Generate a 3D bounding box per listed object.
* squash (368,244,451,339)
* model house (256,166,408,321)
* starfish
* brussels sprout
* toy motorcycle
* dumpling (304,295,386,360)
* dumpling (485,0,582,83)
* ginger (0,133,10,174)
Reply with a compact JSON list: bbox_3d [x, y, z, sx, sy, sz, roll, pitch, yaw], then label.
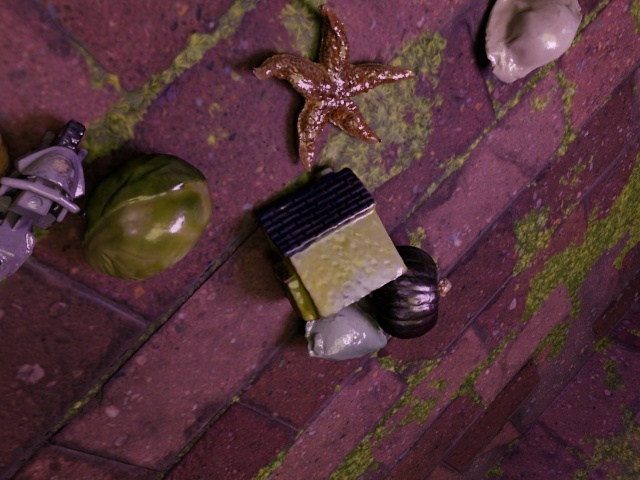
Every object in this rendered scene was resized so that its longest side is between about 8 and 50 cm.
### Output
[{"bbox_3d":[0.172,0.105,0.836,0.155,0.193,0.193,19,107,3],"label":"squash"},{"bbox_3d":[0.000,0.000,0.716,0.193,0.170,0.211,-28,99,-10],"label":"model house"},{"bbox_3d":[0.021,-0.221,0.634,0.277,0.062,0.236,-13,122,-30],"label":"starfish"},{"bbox_3d":[-0.220,-0.028,0.531,0.183,0.145,0.131,-45,104,-12],"label":"brussels sprout"},{"bbox_3d":[-0.321,-0.034,0.464,0.080,0.122,0.215,33,94,-36],"label":"toy motorcycle"},{"bbox_3d":[0.062,0.172,0.845,0.216,0.105,0.149,13,107,-37],"label":"dumpling"},{"bbox_3d":[0.381,-0.393,0.758,0.155,0.111,0.181,39,67,-21],"label":"dumpling"},{"bbox_3d":[-0.377,-0.255,0.311,0.348,0.122,0.363,21,111,-48],"label":"ginger"}]
